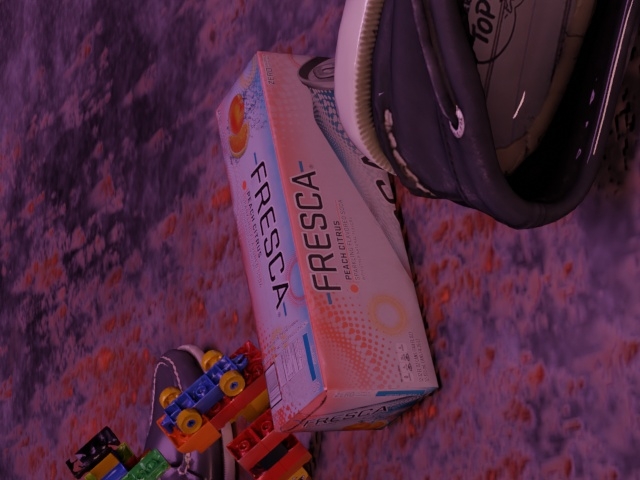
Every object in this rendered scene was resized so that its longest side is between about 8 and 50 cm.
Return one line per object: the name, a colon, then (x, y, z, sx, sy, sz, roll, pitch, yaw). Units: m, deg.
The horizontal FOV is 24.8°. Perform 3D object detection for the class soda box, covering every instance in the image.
soda box: (0.000, 0.000, 0.711, 0.058, 0.063, 0.183, -45, 50, 52)

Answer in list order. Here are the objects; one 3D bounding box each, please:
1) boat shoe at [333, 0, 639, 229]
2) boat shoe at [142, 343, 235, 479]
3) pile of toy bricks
boat shoe: (0.083, -0.157, 0.497, 0.113, 0.127, 0.340, 50, 132, 51)
boat shoe: (-0.094, 0.165, 0.877, 0.075, 0.065, 0.206, -14, 76, 61)
pile of toy bricks: (-0.082, 0.167, 0.807, 0.212, 0.105, 0.118, -41, 38, -5)
